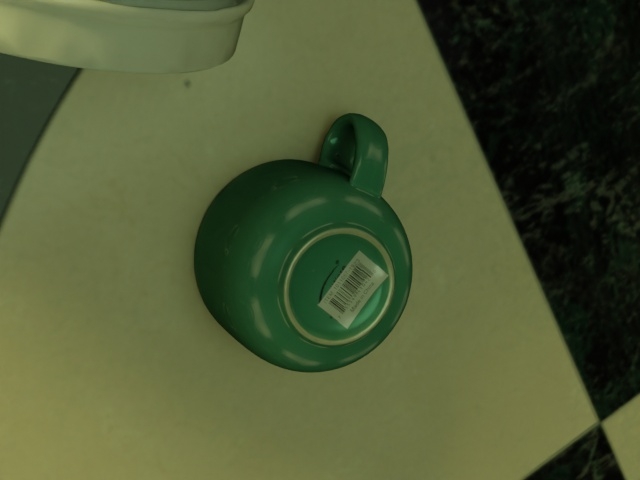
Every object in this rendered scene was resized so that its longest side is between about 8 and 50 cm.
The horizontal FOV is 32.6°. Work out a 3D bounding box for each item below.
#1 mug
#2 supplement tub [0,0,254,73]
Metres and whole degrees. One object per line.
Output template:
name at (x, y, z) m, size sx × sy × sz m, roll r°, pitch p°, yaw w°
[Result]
mug at (-0.008, 0.006, 0.698) m, size 0.129 × 0.097 × 0.157 m, roll -12°, pitch 106°, yaw -21°
supplement tub at (-0.099, -0.267, 0.495) m, size 0.241 × 0.241 × 0.331 m, roll 5°, pitch 115°, yaw -24°
